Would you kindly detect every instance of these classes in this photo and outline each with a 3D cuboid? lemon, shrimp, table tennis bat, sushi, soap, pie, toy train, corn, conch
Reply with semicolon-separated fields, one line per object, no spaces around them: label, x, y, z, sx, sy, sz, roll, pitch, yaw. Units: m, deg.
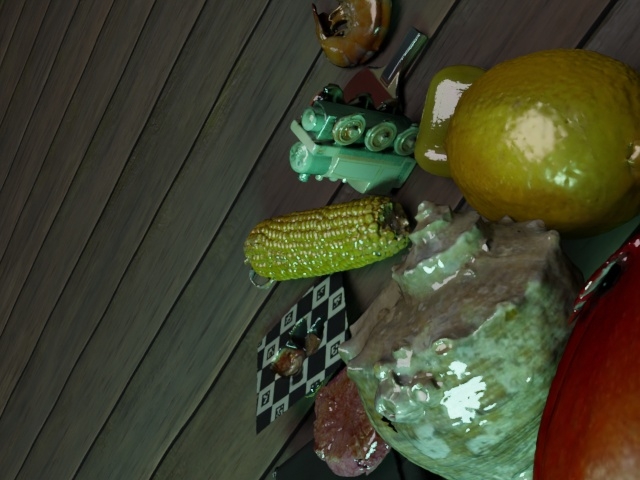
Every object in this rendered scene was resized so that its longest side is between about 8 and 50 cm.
lemon;0.230;-0.092;0.758;0.256;0.188;0.188;13;91;46
shrimp;0.026;-0.361;1.152;0.150;0.068;0.249;-52;52;35
table tennis bat;0.078;-0.201;1.086;0.220;0.019;0.130;-56;45;27
sushi;-0.015;0.158;1.090;0.210;0.040;0.193;-46;28;28
soap;0.165;-0.144;0.938;0.089;0.045;0.140;13;89;26
pie;0.040;0.213;0.932;0.153;0.038;0.153;-36;41;40
toy train;0.044;-0.120;0.975;0.081;0.194;0.125;53;127;38
corn;0.000;0.000;1.069;0.293;0.106;0.106;-14;71;47
conch;0.123;0.126;0.753;0.297;0.210;0.352;-122;28;-74

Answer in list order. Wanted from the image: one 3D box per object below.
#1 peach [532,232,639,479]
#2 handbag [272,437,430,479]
peach;0.301;0.146;0.492;0.370;0.370;0.370;-14;71;47
handbag;0.049;0.333;0.959;0.247;0.080;0.223;-43;42;31
